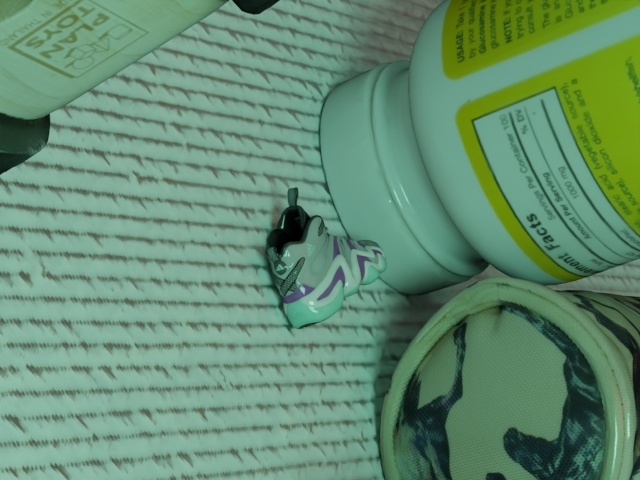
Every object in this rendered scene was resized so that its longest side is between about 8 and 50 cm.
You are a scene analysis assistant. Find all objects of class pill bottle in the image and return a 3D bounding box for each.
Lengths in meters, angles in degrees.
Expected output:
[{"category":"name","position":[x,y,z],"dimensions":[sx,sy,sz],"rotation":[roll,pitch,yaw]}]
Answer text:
[{"category":"pill bottle","position":[0.174,-0.084,1.118],"dimensions":[0.188,0.334,0.188],"rotation":[38,41,-44]}]

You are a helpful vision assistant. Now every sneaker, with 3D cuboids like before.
[{"category":"sneaker","position":[0.000,0.000,1.070],"dimensions":[0.069,0.038,0.098],"rotation":[65,28,-9]}]

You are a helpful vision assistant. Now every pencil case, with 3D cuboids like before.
[{"category":"pencil case","position":[0.191,0.125,1.191],"dimensions":[0.410,0.160,0.183],"rotation":[11,52,-58]}]

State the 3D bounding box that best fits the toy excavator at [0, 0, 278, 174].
[{"category":"toy excavator","position":[-0.141,-0.249,0.847],"dimensions":[0.433,0.222,0.445],"rotation":[24,43,-54]}]
